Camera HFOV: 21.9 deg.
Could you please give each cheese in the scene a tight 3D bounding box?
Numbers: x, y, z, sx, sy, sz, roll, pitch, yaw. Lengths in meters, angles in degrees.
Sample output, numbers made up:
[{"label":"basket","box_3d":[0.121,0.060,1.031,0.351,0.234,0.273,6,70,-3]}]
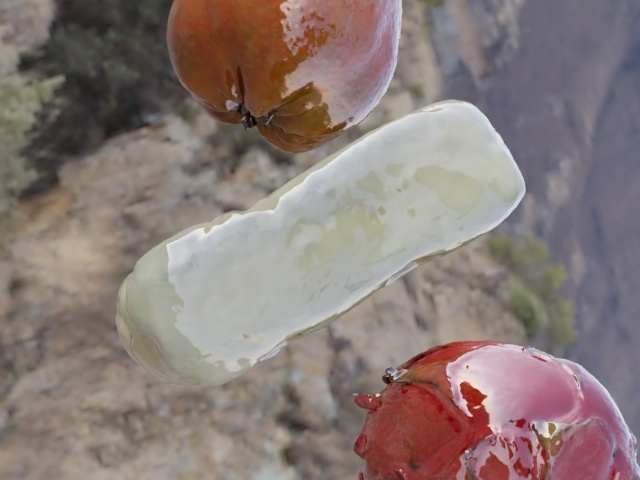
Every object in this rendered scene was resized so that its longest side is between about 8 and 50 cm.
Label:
[{"label":"cheese","box_3d":[0.001,0.002,0.988,0.093,0.263,0.159,62,-16,-2]}]

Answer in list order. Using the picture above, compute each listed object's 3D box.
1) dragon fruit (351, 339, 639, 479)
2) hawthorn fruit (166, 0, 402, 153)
[{"label":"dragon fruit","box_3d":[0.155,0.200,1.447,0.252,0.241,0.241,16,-41,43]},{"label":"hawthorn fruit","box_3d":[-0.021,-0.162,1.249,0.189,0.189,0.189,-17,90,-83]}]
